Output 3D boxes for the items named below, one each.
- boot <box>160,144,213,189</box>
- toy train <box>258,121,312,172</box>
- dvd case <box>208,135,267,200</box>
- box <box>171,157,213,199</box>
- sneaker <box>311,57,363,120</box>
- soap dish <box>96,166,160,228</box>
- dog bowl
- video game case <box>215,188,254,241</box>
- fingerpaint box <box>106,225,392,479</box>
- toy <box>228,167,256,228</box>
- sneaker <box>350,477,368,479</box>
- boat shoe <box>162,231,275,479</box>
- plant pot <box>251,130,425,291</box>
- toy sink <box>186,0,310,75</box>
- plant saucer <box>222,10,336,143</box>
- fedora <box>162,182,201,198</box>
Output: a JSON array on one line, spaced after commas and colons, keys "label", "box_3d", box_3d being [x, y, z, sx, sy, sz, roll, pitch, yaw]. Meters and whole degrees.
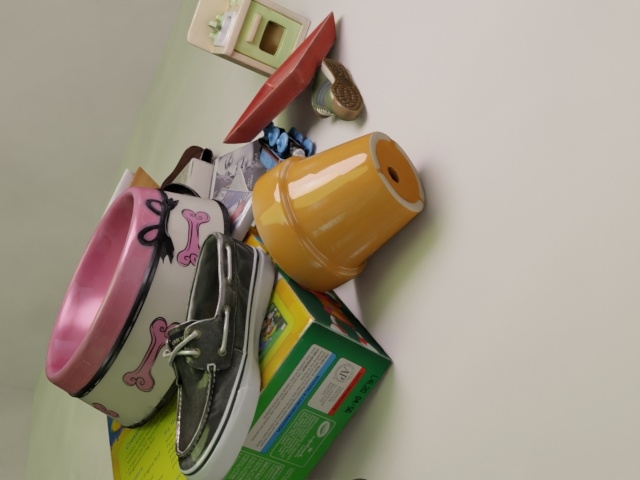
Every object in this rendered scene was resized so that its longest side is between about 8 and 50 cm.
[{"label": "boot", "box_3d": [-0.397, -0.161, 1.844, 0.207, 0.090, 0.248, 20, 89, 64]}, {"label": "toy train", "box_3d": [-0.079, -0.178, 1.299, 0.184, 0.080, 0.105, 48, 122, 58]}, {"label": "dvd case", "box_3d": [-0.189, -0.150, 1.485, 0.221, 0.018, 0.164, -18, 59, 41]}, {"label": "box", "box_3d": [-0.353, -0.077, 1.684, 0.311, 0.121, 0.148, -31, 49, 51]}, {"label": "sneaker", "box_3d": [0.025, -0.258, 1.179, 0.192, 0.064, 0.086, -105, 34, -46]}, {"label": "soap dish", "box_3d": [-0.586, -0.075, 1.897, 0.291, 0.118, 0.229, -22, 45, 64]}, {"label": "dog bowl", "box_3d": [-0.316, 0.091, 1.053, 0.408, 0.150, 0.408, -41, 34, 37]}, {"label": "video game case", "box_3d": [-0.184, 0.002, 1.102, 0.201, 0.023, 0.183, -62, 27, -8]}, {"label": "fingerpaint box", "box_3d": [-0.142, 0.242, 1.006, 0.444, 0.163, 0.371, -55, 31, 6]}, {"label": "toy", "box_3d": [-0.180, -0.041, 1.412, 0.237, 0.056, 0.136, -47, 55, 49]}, {"label": "sneaker", "box_3d": [0.058, 0.420, 0.702, 0.145, 0.090, 0.270, 2, 80, 60]}, {"label": "boat shoe", "box_3d": [-0.150, 0.140, 0.828, 0.121, 0.119, 0.335, -30, 41, 38]}, {"label": "plant pot", "box_3d": [0.038, -0.056, 0.913, 0.188, 0.205, 0.205, -31, 47, 31]}, {"label": "toy sink", "box_3d": [-0.167, -0.483, 1.460, 0.131, 0.234, 0.152, 35, 105, 61]}, {"label": "plant saucer", "box_3d": [-0.073, -0.323, 1.305, 0.258, 0.048, 0.259, -35, 23, 42]}, {"label": "fedora", "box_3d": [-0.356, 0.038, 1.466, 0.334, 0.153, 0.334, 20, 116, 47]}]
